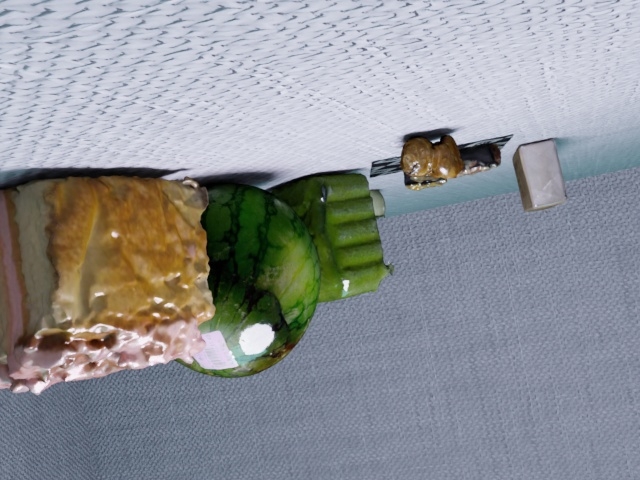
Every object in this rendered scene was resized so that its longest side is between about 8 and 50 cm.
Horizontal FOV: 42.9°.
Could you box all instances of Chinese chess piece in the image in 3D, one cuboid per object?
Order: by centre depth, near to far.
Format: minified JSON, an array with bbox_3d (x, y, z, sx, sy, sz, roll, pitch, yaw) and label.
[{"bbox_3d":[0.084,-0.082,2.215,0.188,0.083,0.188,-12,180,0],"label":"Chinese chess piece"}]

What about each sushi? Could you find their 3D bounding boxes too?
[{"bbox_3d":[0.244,-0.144,1.678,0.292,0.059,0.294,-10,179,5],"label":"sushi"}]

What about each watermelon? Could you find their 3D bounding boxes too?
[{"bbox_3d":[-0.164,0.063,1.431,0.363,0.363,0.363,-11,178,0],"label":"watermelon"}]

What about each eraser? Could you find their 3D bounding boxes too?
[{"bbox_3d":[0.501,-0.142,1.885,0.078,0.144,0.343,-13,178,10],"label":"eraser"}]

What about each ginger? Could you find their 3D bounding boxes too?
[{"bbox_3d":[0.182,-0.139,1.340,0.103,0.074,0.162,3,-175,2],"label":"ginger"}]

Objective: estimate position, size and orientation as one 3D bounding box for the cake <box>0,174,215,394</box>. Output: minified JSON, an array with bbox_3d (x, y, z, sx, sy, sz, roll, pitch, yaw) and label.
[{"bbox_3d":[-0.353,0.064,1.163,0.306,0.293,0.314,-15,170,32],"label":"cake"}]

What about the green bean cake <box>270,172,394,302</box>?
[{"bbox_3d":[0.000,0.000,1.665,0.156,0.250,0.247,-10,179,-35],"label":"green bean cake"}]
